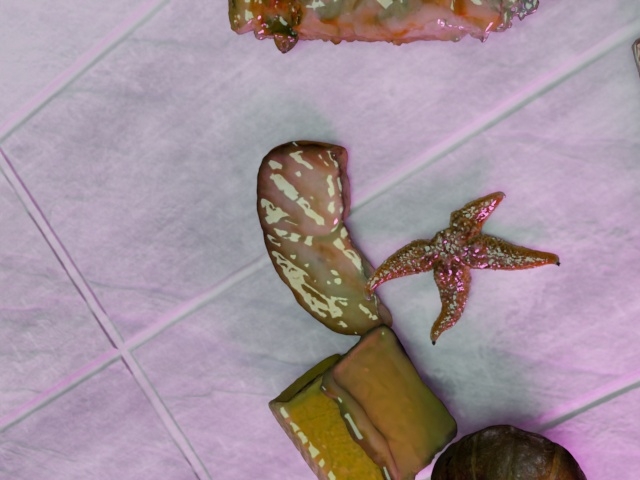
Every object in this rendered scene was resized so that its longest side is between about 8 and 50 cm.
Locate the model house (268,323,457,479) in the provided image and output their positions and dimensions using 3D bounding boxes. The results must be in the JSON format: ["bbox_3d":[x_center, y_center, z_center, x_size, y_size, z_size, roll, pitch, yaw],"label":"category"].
[{"bbox_3d":[0.035,0.265,1.277,0.193,0.175,0.234,53,133,0],"label":"model house"}]

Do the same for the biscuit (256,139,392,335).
[{"bbox_3d":[-0.003,0.002,1.294,0.154,0.045,0.299,-12,100,22],"label":"biscuit"}]

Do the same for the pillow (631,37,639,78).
[{"bbox_3d":[0.492,-0.210,1.054,0.232,0.043,0.126,-13,102,21],"label":"pillow"}]

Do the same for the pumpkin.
[{"bbox_3d":[0.259,0.338,1.227,0.219,0.162,0.219,14,132,16],"label":"pumpkin"}]

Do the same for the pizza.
[{"bbox_3d":[0.020,-0.401,1.151,0.391,0.080,0.435,-24,87,30],"label":"pizza"}]

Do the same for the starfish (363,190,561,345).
[{"bbox_3d":[0.184,0.041,1.228,0.247,0.050,0.138,-36,87,20],"label":"starfish"}]
